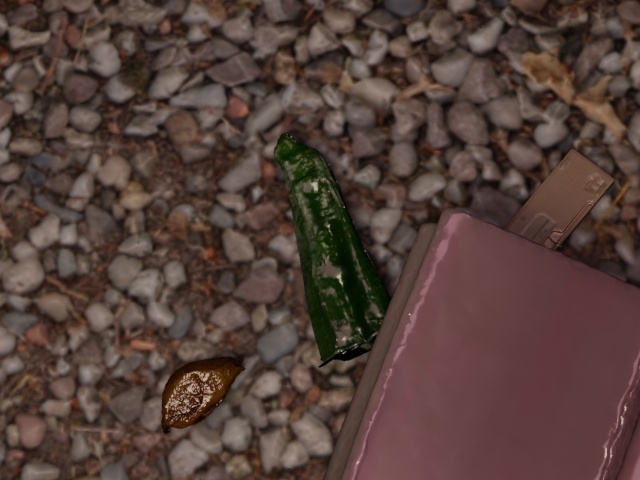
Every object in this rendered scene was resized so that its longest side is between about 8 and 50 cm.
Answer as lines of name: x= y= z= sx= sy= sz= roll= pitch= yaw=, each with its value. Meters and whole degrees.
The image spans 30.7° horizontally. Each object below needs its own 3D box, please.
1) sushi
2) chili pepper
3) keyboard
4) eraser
sushi: x=-0.114 y=0.137 z=1.078 sx=0.099 sy=0.047 sz=0.050 roll=-32 pitch=95 yaw=-1
chili pepper: x=0.000 y=0.000 z=1.091 sx=0.088 sy=0.059 sz=0.227 roll=-23 pitch=75 yaw=5
keyboard: x=0.205 y=-0.008 z=1.092 sx=0.055 sy=0.017 sz=0.166 roll=39 pitch=84 yaw=16
eraser: x=0.151 y=0.190 z=0.977 sx=0.272 sy=0.122 sz=0.359 roll=24 pitch=80 yaw=-6
